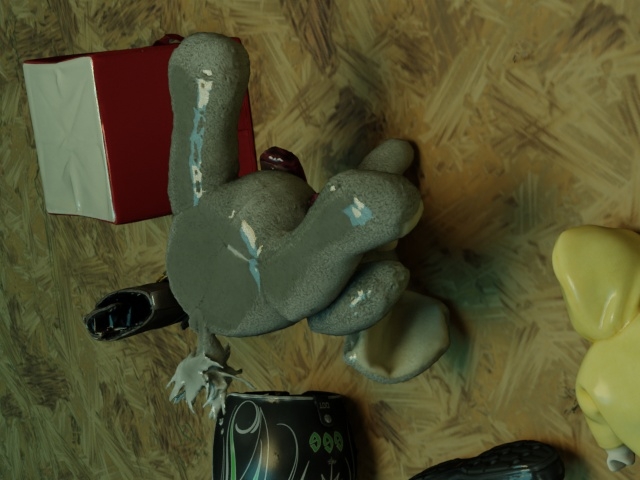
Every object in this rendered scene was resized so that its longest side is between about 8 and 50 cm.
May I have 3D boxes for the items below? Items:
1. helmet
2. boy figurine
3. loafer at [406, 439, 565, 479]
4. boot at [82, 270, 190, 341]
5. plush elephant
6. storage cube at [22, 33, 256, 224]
[{"bbox_3d":[-0.040,0.250,1.167,0.169,0.169,0.161,-7,80,53],"label":"helmet"},{"bbox_3d":[0.264,0.115,0.790,0.285,0.092,0.177,59,140,21],"label":"boy figurine"},{"bbox_3d":[0.157,0.241,0.988,0.223,0.076,0.078,-37,78,56],"label":"loafer"},{"bbox_3d":[-0.168,0.067,1.209,0.263,0.229,0.091,-27,80,52],"label":"boot"},{"bbox_3d":[0.000,0.000,0.982,0.272,0.255,0.330,35,120,29],"label":"plush elephant"},{"bbox_3d":[-0.209,-0.129,1.225,0.183,0.193,0.215,9,108,50],"label":"storage cube"}]
